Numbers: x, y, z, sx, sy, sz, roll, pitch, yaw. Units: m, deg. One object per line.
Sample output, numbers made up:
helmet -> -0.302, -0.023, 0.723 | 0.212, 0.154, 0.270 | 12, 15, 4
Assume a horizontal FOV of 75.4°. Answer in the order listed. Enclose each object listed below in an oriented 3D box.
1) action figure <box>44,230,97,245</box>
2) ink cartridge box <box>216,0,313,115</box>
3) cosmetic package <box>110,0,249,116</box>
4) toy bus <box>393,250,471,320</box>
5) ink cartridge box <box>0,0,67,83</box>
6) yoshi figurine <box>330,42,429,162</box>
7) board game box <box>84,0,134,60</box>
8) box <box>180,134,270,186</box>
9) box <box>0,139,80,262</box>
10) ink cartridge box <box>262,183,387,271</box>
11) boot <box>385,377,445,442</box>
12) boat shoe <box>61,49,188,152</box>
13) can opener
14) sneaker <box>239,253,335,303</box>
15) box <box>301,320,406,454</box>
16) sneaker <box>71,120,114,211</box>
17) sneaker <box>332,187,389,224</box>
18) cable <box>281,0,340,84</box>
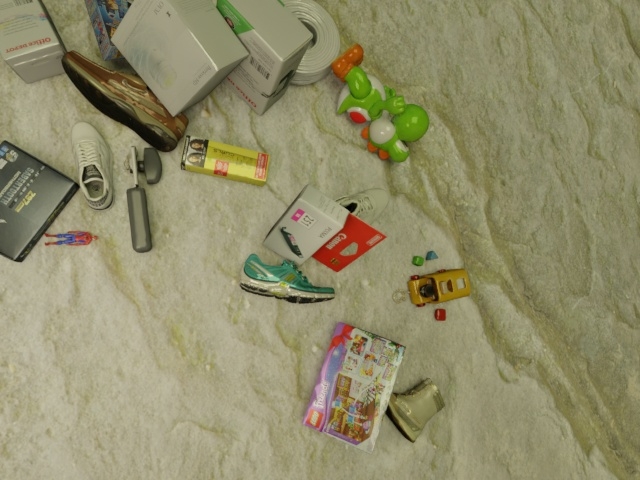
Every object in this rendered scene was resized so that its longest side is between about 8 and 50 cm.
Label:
action figure -> -0.617, -0.004, 1.027 | 0.115, 0.030, 0.038 | -3, 79, -19
ink cartridge box -> -0.170, -0.497, 1.090 | 0.211, 0.289, 0.122 | 44, 70, -8
cosmetic package -> -0.336, -0.463, 0.990 | 0.225, 0.224, 0.138 | 51, 45, -18
toy bus -> 0.357, 0.144, 1.268 | 0.190, 0.104, 0.202 | 35, 74, -10
ink cartridge box -> -0.713, -0.502, 1.005 | 0.128, 0.127, 0.176 | -25, 91, -15
yoshi figurine -> 0.197, -0.419, 1.246 | 0.203, 0.203, 0.362 | -40, 102, -26
board game box -> -0.501, -0.538, 1.071 | 0.194, 0.060, 0.194 | 8, 64, -43
box -> -0.262, -0.218, 1.146 | 0.232, 0.058, 0.088 | 12, 79, -16
box -> -0.732, -0.092, 0.985 | 0.183, 0.059, 0.233 | 33, 75, -12
ink cartridge box -> 0.000, 0.000, 1.087 | 0.238, 0.275, 0.060 | 33, 56, -10
boot -> 0.259, 0.455, 1.215 | 0.165, 0.077, 0.213 | -37, 95, -19
boat shoe -> -0.492, -0.368, 1.072 | 0.324, 0.122, 0.120 | 37, 67, -16
can opener -> -0.455, -0.110, 1.065 | 0.093, 0.074, 0.281 | -2, 84, -18
sneaker -> -0.083, 0.109, 1.142 | 0.275, 0.107, 0.110 | 17, 70, -14
box -> 0.095, 0.396, 1.141 | 0.200, 0.057, 0.294 | 19, 77, 11
sneaker -> -0.568, -0.193, 1.031 | 0.089, 0.095, 0.235 | -16, 87, -17
sneaker -> 0.105, -0.084, 1.186 | 0.292, 0.169, 0.108 | -28, 90, -20
cable -> -0.064, -0.603, 1.239 | 0.256, 0.089, 0.258 | -13, 87, -18
